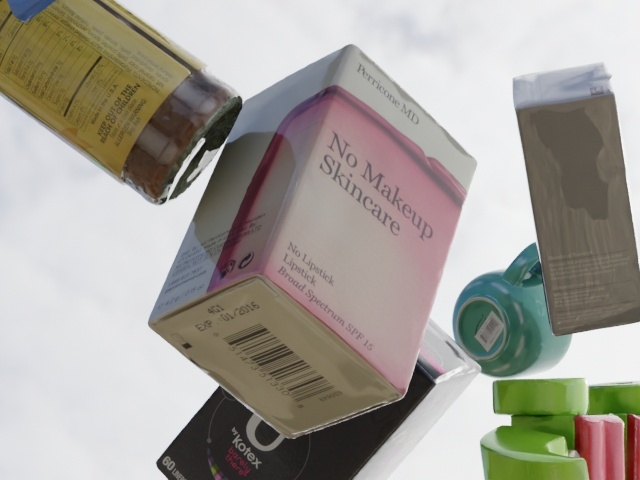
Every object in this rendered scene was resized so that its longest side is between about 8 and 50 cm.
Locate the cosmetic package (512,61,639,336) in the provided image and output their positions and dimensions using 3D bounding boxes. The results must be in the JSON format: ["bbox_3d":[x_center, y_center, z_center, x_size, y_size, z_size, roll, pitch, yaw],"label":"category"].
[{"bbox_3d":[0.251,-0.042,1.751,0.107,0.127,0.238,-12,-74,8],"label":"cosmetic package"}]

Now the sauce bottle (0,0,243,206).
[{"bbox_3d":[-0.220,-0.163,1.329,0.344,0.111,0.111,37,-37,8],"label":"sauce bottle"}]

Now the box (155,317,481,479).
[{"bbox_3d":[-0.002,0.173,1.763,0.165,0.143,0.270,44,-73,17],"label":"box"}]

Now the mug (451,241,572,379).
[{"bbox_3d":[0.217,0.085,2.121,0.129,0.097,0.158,-8,-91,44],"label":"mug"}]

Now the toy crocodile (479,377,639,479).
[{"bbox_3d":[0.207,0.155,1.275,0.105,0.115,0.340,-4,-7,35],"label":"toy crocodile"}]

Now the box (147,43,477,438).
[{"bbox_3d":[0.000,0.000,1.301,0.148,0.232,0.127,41,-43,-24],"label":"box"}]

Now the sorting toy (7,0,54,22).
[{"bbox_3d":[-0.249,-0.304,1.251,0.196,0.348,0.047,-20,-24,21],"label":"sorting toy"}]
